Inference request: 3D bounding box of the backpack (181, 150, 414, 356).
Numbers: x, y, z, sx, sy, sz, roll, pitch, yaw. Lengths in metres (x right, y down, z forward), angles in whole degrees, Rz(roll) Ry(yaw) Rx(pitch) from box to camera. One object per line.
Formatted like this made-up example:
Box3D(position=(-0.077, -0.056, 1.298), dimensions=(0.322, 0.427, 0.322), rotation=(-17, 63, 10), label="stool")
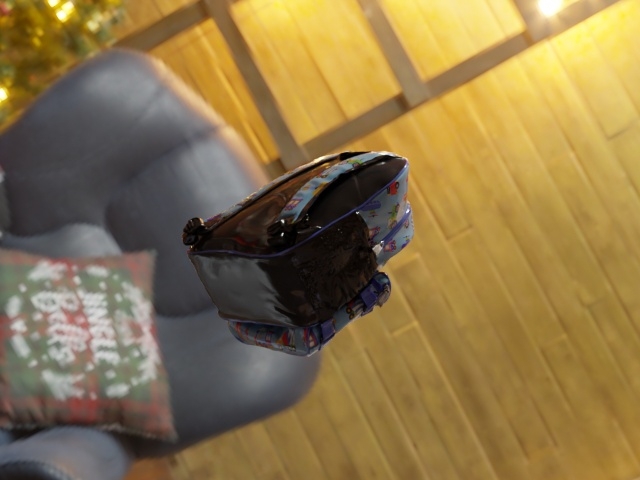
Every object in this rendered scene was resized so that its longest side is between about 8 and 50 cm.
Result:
Box3D(position=(0.000, 0.000, 0.996), dimensions=(0.158, 0.173, 0.117), rotation=(1, -59, 52), label="backpack")
